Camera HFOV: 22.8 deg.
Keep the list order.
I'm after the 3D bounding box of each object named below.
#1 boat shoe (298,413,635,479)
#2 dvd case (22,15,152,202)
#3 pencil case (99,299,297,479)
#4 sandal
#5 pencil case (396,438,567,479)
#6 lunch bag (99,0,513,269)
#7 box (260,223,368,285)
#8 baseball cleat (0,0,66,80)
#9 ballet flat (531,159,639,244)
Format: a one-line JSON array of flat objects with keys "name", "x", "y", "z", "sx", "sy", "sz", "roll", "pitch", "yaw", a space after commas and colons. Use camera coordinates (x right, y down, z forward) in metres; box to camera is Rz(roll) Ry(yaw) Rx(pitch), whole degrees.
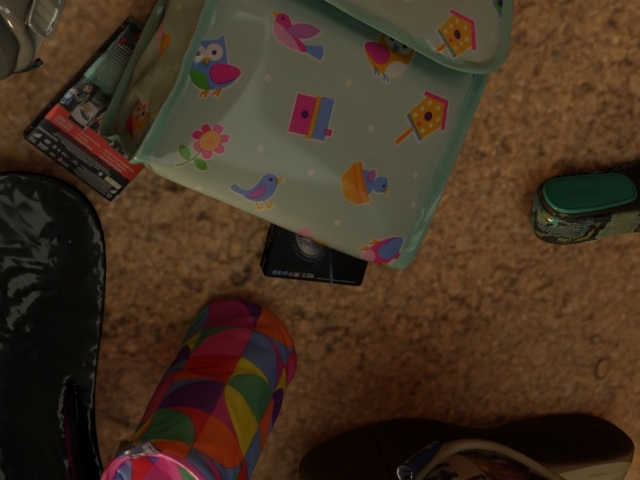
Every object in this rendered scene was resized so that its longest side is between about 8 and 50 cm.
[{"name": "boat shoe", "x": 0.125, "y": 0.216, "z": 1.367, "sx": 0.302, "sy": 0.109, "sz": 0.098, "roll": -3, "pitch": 117, "yaw": -21}, {"name": "dvd case", "x": -0.148, "y": -0.095, "z": 1.171, "sx": 0.087, "sy": 0.013, "sz": 0.119, "roll": 37, "pitch": 104, "yaw": -29}, {"name": "pencil case", "x": -0.090, "y": 0.136, "z": 1.188, "sx": 0.104, "sy": 0.236, "sz": 0.104, "roll": 6, "pitch": 117, "yaw": 13}, {"name": "sandal", "x": -0.226, "y": 0.174, "z": 1.157, "sx": 0.168, "sy": 0.107, "sz": 0.445, "roll": -4, "pitch": 98, "yaw": -3}, {"name": "pencil case", "x": 0.052, "y": 0.314, "z": 1.276, "sx": 0.183, "sy": 0.160, "sz": 0.410, "roll": -4, "pitch": 148, "yaw": -29}, {"name": "lunch bag", "x": 0.003, "y": -0.141, "z": 1.108, "sx": 0.223, "sy": 0.160, "sz": 0.262, "roll": 24, "pitch": 95, "yaw": -22}, {"name": "box", "x": 0.000, "y": 0.000, "z": 1.261, "sx": 0.083, "sy": 0.018, "sz": 0.067, "roll": 7, "pitch": 116, "yaw": -19}, {"name": "baseball cleat", "x": -0.230, "y": -0.206, "z": 1.066, "sx": 0.109, "sy": 0.072, "sz": 0.206, "roll": -19, "pitch": 127, "yaw": -21}, {"name": "ballet flat", "x": 0.258, "y": -0.030, "z": 1.303, "sx": 0.188, "sy": 0.070, "sz": 0.070, "roll": -4, "pitch": 119, "yaw": -12}]
